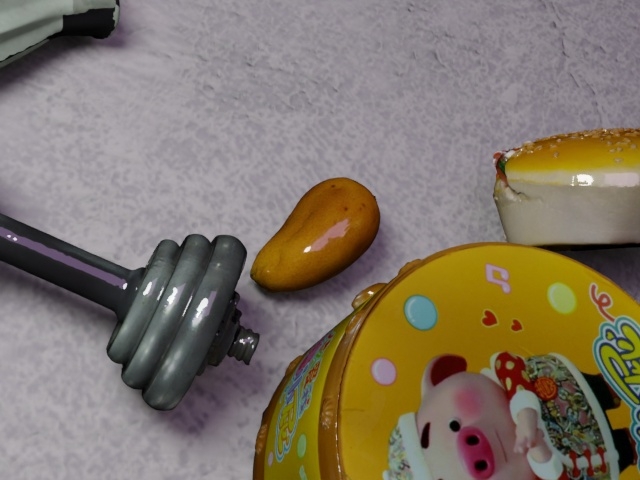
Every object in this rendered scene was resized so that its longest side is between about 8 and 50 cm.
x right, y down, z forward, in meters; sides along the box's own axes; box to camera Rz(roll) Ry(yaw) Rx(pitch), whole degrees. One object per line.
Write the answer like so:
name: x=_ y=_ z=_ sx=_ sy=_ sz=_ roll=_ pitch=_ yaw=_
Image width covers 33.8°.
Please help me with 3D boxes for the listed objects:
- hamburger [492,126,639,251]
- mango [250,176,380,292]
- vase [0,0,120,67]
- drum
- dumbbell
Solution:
hamburger: x=0.343 y=-0.061 z=1.217 sx=0.295 sy=0.227 sz=0.151 roll=0 pitch=89 yaw=-26
mango: x=0.003 y=0.002 z=1.117 sx=0.084 sy=0.105 sz=0.159 roll=49 pitch=67 yaw=-25
vase: x=-0.379 y=-0.208 z=1.031 sx=0.360 sy=0.165 sz=0.165 roll=-27 pitch=78 yaw=-34
drum: x=0.161 y=0.227 z=1.001 sx=0.431 sy=0.214 sz=0.431 roll=10 pitch=61 yaw=-19
dumbbell: x=-0.243 y=0.018 z=0.955 sx=0.406 sy=0.179 sz=0.179 roll=25 pitch=58 yaw=-10
